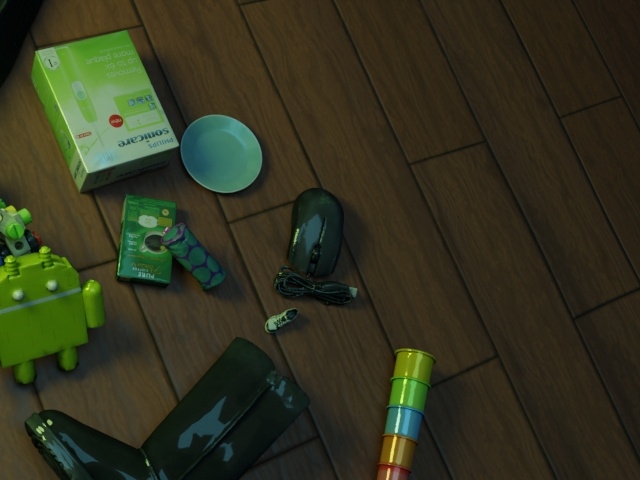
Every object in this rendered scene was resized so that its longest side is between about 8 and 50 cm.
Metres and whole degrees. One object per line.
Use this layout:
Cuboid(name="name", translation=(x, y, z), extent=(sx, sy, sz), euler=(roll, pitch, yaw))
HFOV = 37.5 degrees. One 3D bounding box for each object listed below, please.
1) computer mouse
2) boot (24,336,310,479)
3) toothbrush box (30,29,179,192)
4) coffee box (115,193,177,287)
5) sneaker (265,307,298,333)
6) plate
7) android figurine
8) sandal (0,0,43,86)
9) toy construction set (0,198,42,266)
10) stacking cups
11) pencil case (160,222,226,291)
Cuboid(name="computer mouse", translation=(0.000, 0.000, 2.094), extent=(0.188, 0.072, 0.272), euler=(11, 68, -18))
Cuboid(name="boot", translation=(-0.281, 0.340, 1.809), extent=(0.445, 0.146, 0.367), euler=(-42, 99, -26))
Cuboid(name="toothbrush box", translation=(-0.454, -0.272, 1.974), extent=(0.206, 0.122, 0.283), euler=(-20, 82, -27))
Cuboid(name="coffee box", translation=(-0.362, 0.001, 1.959), extent=(0.113, 0.040, 0.184), euler=(9, 68, -21))
Cuboid(name="sneaker", translation=(-0.083, 0.168, 2.018), extent=(0.083, 0.037, 0.032), euler=(-34, 89, -27))
Cuboid(name="plate", translation=(-0.222, -0.190, 2.097), extent=(0.188, 0.024, 0.188), euler=(8, 68, -21))
Cuboid(name="android figurine", translation=(-0.522, 0.135, 1.739), extent=(0.248, 0.273, 0.056), euler=(-14, 34, -27))
Cuboid(name="sandal", translation=(-0.691, -0.423, 1.931), extent=(0.107, 0.168, 0.446), euler=(12, 57, 9))
Cuboid(name="toy construction set", translation=(-0.628, -0.059, 1.737), extent=(0.151, 0.327, 0.215), euler=(-26, 113, -16))
Cuboid(name="stacking cups", translation=(0.172, 0.392, 2.014), extent=(0.096, 0.096, 0.316), euler=(22, 66, -14))
Cuboid(name="pencil case", translation=(-0.262, 0.034, 1.949), extent=(0.064, 0.070, 0.152), euler=(-42, 119, -8))
